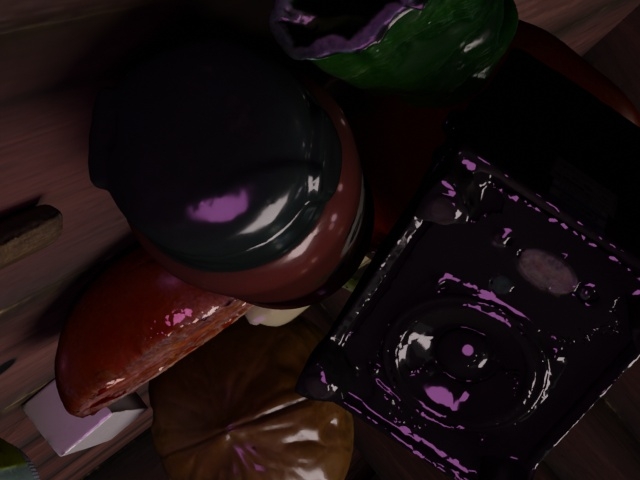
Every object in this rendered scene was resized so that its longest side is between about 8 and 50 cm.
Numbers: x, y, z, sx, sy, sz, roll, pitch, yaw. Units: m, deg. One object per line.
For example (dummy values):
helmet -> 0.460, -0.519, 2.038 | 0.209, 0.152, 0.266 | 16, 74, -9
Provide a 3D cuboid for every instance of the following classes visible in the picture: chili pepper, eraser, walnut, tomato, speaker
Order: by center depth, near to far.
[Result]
chili pepper -> 0.065, -0.144, 0.567 | 0.136, 0.099, 0.270 | -61, 170, 9
speaker -> 0.128, 0.025, 0.677 | 0.232, 0.184, 0.254 | -59, 177, 33
tomato -> -0.145, 0.058, 0.834 | 0.236, 0.095, 0.237 | -35, 175, -3
tomato -> 0.165, -0.072, 0.956 | 0.290, 0.293, 0.325 | -54, 172, -12
eraser -> -0.295, 0.216, 1.199 | 0.078, 0.076, 0.298 | -40, 175, -7
walnut -> -0.097, 0.260, 1.411 | 0.307, 0.354, 0.398 | -32, 178, 4

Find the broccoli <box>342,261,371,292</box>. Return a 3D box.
broccoli -> 0.118, 0.016, 1.446 | 0.283, 0.304, 0.321 | -2, -156, -4

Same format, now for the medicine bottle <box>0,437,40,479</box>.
medicine bottle -> -0.325, 0.234, 0.802 | 0.139, 0.139, 0.225 | -39, 174, -11

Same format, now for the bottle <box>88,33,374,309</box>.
bottle -> -0.043, -0.029, 0.566 | 0.144, 0.144, 0.336 | -40, 174, 1

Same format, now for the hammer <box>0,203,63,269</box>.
hammer -> -0.249, 0.051, 0.395 | 0.111, 0.043, 0.365 | -45, 175, 36

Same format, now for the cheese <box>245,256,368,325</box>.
cheese -> 0.000, 0.000, 1.193 | 0.233, 0.127, 0.266 | -40, 173, 40
